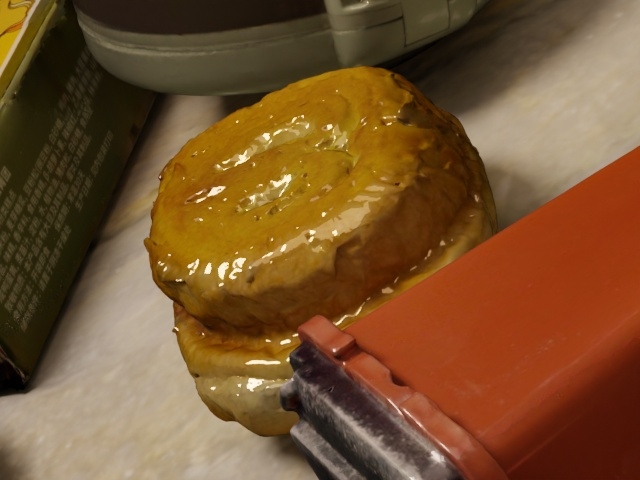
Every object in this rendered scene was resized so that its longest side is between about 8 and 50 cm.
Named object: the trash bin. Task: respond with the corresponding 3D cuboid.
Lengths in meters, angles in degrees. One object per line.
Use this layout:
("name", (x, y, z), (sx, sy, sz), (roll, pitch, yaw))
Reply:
("trash bin", (0.126, 0.070, 0.757), (0.239, 0.161, 0.184), (-36, 32, -10))

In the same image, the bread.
("bread", (0.003, -0.001, 0.990), (0.198, 0.120, 0.236), (-25, 33, 9))

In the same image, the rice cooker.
("rice cooker", (-0.030, -0.265, 1.188), (0.335, 0.325, 0.335), (-10, 25, 5))

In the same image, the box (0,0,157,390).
("box", (-0.333, -0.043, 1.330), (0.373, 0.138, 0.420), (-14, 38, 28))
